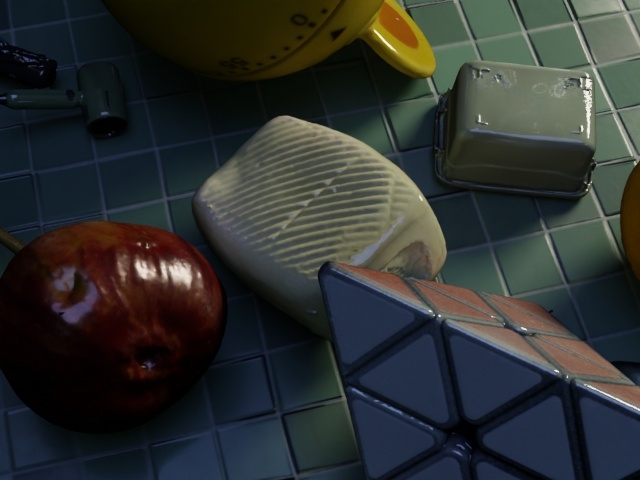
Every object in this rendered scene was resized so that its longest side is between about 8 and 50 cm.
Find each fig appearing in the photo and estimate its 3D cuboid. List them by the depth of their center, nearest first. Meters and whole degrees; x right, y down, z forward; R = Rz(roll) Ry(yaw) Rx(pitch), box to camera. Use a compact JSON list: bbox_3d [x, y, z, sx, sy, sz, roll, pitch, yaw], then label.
[{"bbox_3d":[-0.209,0.063,0.979,0.204,0.186,0.249,-14,20,-30],"label":"fig"}]

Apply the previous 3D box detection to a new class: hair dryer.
[{"bbox_3d":[-0.276,-0.146,1.110,0.150,0.047,0.071,-3,63,-26],"label":"hair dryer"}]

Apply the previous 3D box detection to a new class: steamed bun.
[{"bbox_3d":[0.000,0.000,1.019,0.170,0.152,0.239,-43,48,-16],"label":"steamed bun"}]

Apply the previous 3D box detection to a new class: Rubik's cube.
[{"bbox_3d":[0.140,0.133,0.908,0.233,0.228,0.228,-15,62,-6],"label":"Rubik's cube"}]

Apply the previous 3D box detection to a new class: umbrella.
[{"bbox_3d":[-0.399,-0.216,1.155,0.250,0.052,0.053,24,109,8],"label":"umbrella"}]

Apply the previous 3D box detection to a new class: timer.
[{"bbox_3d":[-0.051,-0.332,1.101,0.387,0.376,0.376,3,52,-51],"label":"timer"}]

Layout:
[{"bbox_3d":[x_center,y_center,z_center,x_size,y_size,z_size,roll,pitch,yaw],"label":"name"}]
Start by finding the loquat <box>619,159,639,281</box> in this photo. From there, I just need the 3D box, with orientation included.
[{"bbox_3d":[0.390,-0.018,1.011,0.208,0.208,0.208,1,63,-2],"label":"loquat"}]

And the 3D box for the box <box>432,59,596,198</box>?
[{"bbox_3d":[0.207,-0.120,1.114,0.172,0.093,0.124,5,64,0],"label":"box"}]

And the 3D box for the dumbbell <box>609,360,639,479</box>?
[{"bbox_3d":[0.398,0.192,0.941,0.325,0.160,0.144,5,94,-1],"label":"dumbbell"}]
